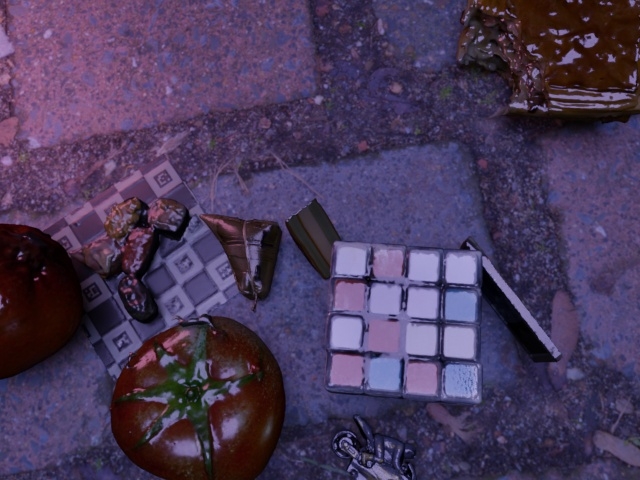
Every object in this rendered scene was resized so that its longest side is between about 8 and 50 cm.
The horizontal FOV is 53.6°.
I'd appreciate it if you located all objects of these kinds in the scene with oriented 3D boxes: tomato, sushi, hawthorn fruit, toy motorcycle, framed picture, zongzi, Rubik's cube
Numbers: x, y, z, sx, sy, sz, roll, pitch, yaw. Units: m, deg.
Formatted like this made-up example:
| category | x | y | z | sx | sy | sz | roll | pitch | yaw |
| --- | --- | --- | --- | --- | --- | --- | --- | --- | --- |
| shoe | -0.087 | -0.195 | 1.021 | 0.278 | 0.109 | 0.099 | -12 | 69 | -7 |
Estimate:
| category | x | y | z | sx | sy | sz | roll | pitch | yaw |
| --- | --- | --- | --- | --- | --- | --- | --- | --- | --- |
| tomato | -0.210 | 0.291 | 1.123 | 0.304 | 0.239 | 0.303 | 0 | 64 | 0 |
| sushi | -0.375 | 0.036 | 1.284 | 0.343 | 0.064 | 0.359 | -35 | 78 | -6 |
| hawthorn fruit | -0.596 | 0.119 | 1.170 | 0.295 | 0.295 | 0.311 | 26 | 84 | 9 |
| toy motorcycle | 0.115 | 0.407 | 1.167 | 0.124 | 0.061 | 0.193 | -39 | 77 | -9 |
| framed picture | 0.339 | 0.113 | 1.163 | 0.023 | 0.189 | 0.260 | -36 | 78 | -1 |
| zongzi | -0.178 | 0.043 | 1.264 | 0.178 | 0.081 | 0.188 | 9 | 77 | 10 |
| Rubik's cube | 0.141 | 0.154 | 1.127 | 0.256 | 0.259 | 0.253 | 4 | 78 | 5 |

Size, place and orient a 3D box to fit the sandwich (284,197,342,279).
| category | x | y | z | sx | sy | sz | roll | pitch | yaw |
| --- | --- | --- | --- | --- | --- | --- | --- | --- | --- |
| sandwich | 0.000 | 0.000 | 1.221 | 0.079 | 0.163 | 0.113 | -37 | 78 | -6 |

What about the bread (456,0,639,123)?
| category | x | y | z | sx | sy | sz | roll | pitch | yaw |
| --- | --- | --- | --- | --- | --- | --- | --- | --- | --- |
| bread | 0.465 | -0.379 | 1.284 | 0.370 | 0.191 | 0.314 | 8 | 82 | 17 |
